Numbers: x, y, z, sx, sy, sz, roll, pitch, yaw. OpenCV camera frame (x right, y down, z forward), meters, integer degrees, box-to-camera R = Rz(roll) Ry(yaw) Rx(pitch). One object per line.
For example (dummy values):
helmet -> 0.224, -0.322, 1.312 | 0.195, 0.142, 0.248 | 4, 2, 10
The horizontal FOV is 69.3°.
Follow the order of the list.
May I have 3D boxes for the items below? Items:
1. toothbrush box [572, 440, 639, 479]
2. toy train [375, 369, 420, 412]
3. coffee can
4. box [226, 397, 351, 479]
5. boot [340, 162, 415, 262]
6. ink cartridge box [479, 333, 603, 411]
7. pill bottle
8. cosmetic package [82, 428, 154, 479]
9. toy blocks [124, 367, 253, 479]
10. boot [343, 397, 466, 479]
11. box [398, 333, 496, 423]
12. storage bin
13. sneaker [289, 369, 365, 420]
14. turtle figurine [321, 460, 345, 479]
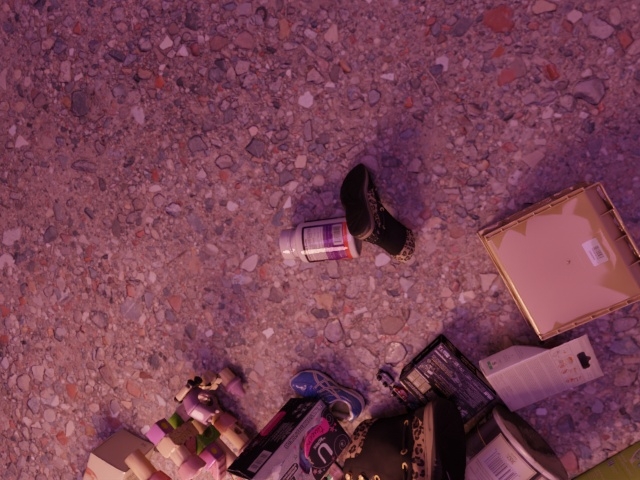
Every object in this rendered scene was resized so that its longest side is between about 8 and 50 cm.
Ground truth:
toothbrush box -> 0.738, 0.583, 1.017 | 0.283, 0.122, 0.206 | -42, 85, 16
toy train -> 0.207, 0.397, 1.195 | 0.036, 0.027, 0.158 | -44, 83, 4
coffee can -> 0.387, 0.549, 1.068 | 0.201, 0.201, 0.275 | 42, 104, 8
box -> -0.074, 0.529, 1.140 | 0.142, 0.247, 0.163 | 54, 145, -8
boot -> 0.140, -0.065, 1.132 | 0.178, 0.236, 0.085 | 31, 128, -32
ink cartridge box -> 0.496, 0.288, 1.043 | 0.224, 0.056, 0.181 | -31, 125, 14
pill bottle -> 0.000, 0.000, 1.170 | 0.193, 0.108, 0.108 | -7, 93, 16
cosmetic package -> -0.629, 0.748, 1.391 | 0.129, 0.153, 0.296 | 23, 99, 11
toy blocks -> -0.274, 0.528, 1.205 | 0.260, 0.288, 0.309 | 41, 102, 15
boot -> 0.177, 0.556, 1.036 | 0.138, 0.377, 0.284 | 30, 142, -25
box -> 0.309, 0.349, 1.134 | 0.180, 0.077, 0.147 | 44, 104, 8
storage bin -> 0.532, 0.040, 1.023 | 0.260, 0.123, 0.262 | -29, 87, 16
sneaker -> 0.014, 0.406, 1.219 | 0.211, 0.081, 0.080 | 17, 101, 15
turtle figurine -> -0.019, 0.681, 1.195 | 0.234, 0.175, 0.118 | -42, 54, -11
